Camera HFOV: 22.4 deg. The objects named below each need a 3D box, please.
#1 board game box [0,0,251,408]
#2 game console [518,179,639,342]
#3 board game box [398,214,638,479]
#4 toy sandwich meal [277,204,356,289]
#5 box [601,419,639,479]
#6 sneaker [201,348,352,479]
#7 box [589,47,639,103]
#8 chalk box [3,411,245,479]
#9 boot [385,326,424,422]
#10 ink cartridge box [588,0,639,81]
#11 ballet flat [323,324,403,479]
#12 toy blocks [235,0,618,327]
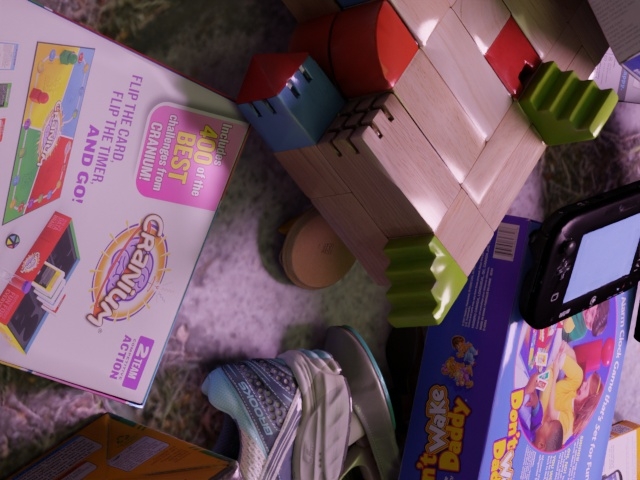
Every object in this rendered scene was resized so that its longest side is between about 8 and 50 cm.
[{"bbox_3d":[-0.216,-0.039,1.110,0.316,0.064,0.242,25,85,-40],"label":"board game box"},{"bbox_3d":[0.280,0.007,1.407,0.361,0.044,0.213,-17,119,-48],"label":"game console"},{"bbox_3d":[0.172,0.159,1.416,0.233,0.078,0.347,12,89,-54],"label":"board game box"},{"bbox_3d":[0.000,0.000,1.321,0.086,0.029,0.085,-15,119,-29],"label":"toy sandwich meal"},{"bbox_3d":[0.265,0.235,1.594,0.136,0.028,0.081,-14,109,-34],"label":"box"},{"bbox_3d":[-0.058,0.224,1.298,0.122,0.110,0.283,1,98,-21],"label":"sneaker"},{"bbox_3d":[0.306,-0.200,1.514,0.186,0.038,0.145,3,98,-41],"label":"box"},{"bbox_3d":[-0.130,0.304,1.180,0.180,0.179,0.289,-31,116,-31],"label":"chalk box"},{"bbox_3d":[0.112,0.103,1.430,0.114,0.037,0.106,-12,121,-33],"label":"boot"},{"bbox_3d":[0.255,-0.217,1.333,0.223,0.045,0.224,20,46,-59],"label":"ink cartridge box"},{"bbox_3d":[0.032,0.172,1.361,0.068,0.072,0.213,-33,120,-24],"label":"ballet flat"},{"bbox_3d":[0.072,-0.159,1.236,0.261,0.191,0.381,51,55,-26],"label":"toy blocks"}]
